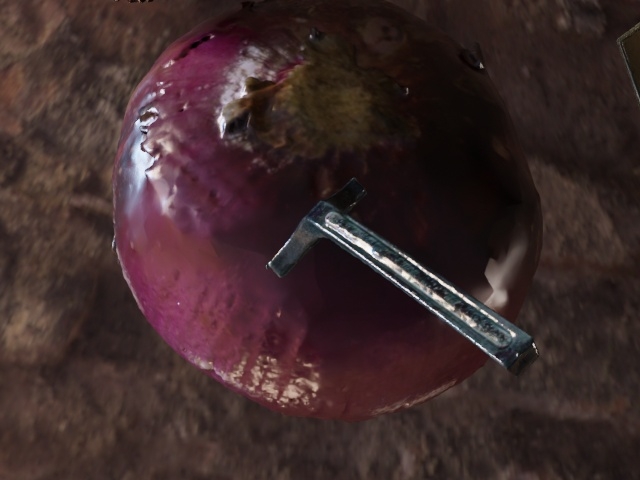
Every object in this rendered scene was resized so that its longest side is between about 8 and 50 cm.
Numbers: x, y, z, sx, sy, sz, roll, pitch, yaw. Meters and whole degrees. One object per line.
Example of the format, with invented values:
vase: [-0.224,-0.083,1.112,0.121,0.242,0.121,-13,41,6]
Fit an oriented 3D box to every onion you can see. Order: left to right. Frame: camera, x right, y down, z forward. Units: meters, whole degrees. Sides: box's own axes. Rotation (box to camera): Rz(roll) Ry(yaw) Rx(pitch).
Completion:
onion: [0.000,0.000,1.296,0.348,0.347,0.385,8,-31,-2]

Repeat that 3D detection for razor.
razor: [0.036,0.017,0.755,0.066,0.190,0.033,-45,-54,-8]

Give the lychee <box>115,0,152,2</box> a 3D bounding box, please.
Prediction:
lychee: [-0.153,-0.262,1.204,0.188,0.188,0.188,1,-69,1]

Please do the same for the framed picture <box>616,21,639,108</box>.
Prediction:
framed picture: [0.244,-0.118,1.150,0.007,0.089,0.066,-5,-20,-32]
